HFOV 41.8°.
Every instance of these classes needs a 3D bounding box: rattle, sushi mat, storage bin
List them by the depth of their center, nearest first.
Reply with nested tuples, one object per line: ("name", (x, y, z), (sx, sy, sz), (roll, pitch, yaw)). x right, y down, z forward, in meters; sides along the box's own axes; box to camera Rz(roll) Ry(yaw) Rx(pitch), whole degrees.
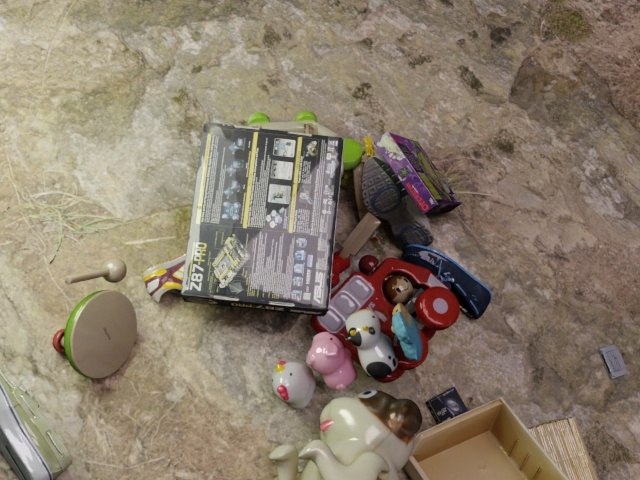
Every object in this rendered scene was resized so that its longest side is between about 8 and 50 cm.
("storage bin", (0.361, 0.518, 1.838), (0.260, 0.123, 0.262), (-16, 49, -26))
("sushi mat", (0.611, 0.588, 2.020), (0.151, 0.019, 0.317), (-10, 72, -23))
("rattle", (0.065, -0.091, 2.075), (0.142, 0.130, 0.200), (-6, 98, -9))

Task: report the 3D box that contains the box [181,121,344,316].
("box", (-0.122, -0.047, 1.831), (0.318, 0.097, 0.395), (6, 76, -4))

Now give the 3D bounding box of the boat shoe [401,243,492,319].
("boat shoe", (0.310, 0.102, 2.063), (0.258, 0.109, 0.089), (30, 64, -4))

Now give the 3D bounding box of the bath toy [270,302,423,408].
("bath toy", (0.039, 0.252, 1.780), (0.348, 0.129, 0.151), (-26, 82, 16))

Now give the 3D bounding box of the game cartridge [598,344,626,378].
("game cartridge", (0.768, 0.317, 2.198), (0.056, 0.017, 0.083), (-12, 73, -21))

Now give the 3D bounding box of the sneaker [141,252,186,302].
("sneaker", (-0.301, 0.075, 1.868), (0.185, 0.069, 0.084), (-23, 87, -21))

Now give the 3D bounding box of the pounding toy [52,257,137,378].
("pounding toy", (-0.482, 0.159, 1.725), (0.183, 0.110, 0.237), (-21, 114, -56))

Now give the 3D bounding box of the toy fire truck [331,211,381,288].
("toy fire truck", (0.000, 0.000, 1.975), (0.246, 0.158, 0.217), (-32, 81, -41))

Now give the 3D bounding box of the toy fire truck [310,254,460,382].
("toy fire truck", (0.155, 0.163, 1.936), (0.254, 0.169, 0.302), (43, 64, 3))

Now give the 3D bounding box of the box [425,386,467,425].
("box", (0.299, 0.393, 1.983), (0.083, 0.018, 0.067), (-21, 77, -27))

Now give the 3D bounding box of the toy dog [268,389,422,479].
("toy dog", (0.089, 0.504, 1.711), (0.395, 0.284, 0.408), (16, 62, -15))

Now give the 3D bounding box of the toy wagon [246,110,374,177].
("toy wagon", (-0.043, -0.197, 2.011), (0.344, 0.068, 0.267), (-3, 52, -5))

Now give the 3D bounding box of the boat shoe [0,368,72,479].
("boat shoe", (-0.595, 0.339, 1.629), (0.094, 0.109, 0.302), (-30, 90, -44))

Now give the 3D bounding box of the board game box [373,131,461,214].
("board game box", (0.244, -0.161, 2.054), (0.208, 0.056, 0.347), (60, 17, 7))

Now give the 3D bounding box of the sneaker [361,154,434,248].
("sneaker", (0.181, -0.104, 2.053), (0.297, 0.111, 0.129), (55, 25, -39))
